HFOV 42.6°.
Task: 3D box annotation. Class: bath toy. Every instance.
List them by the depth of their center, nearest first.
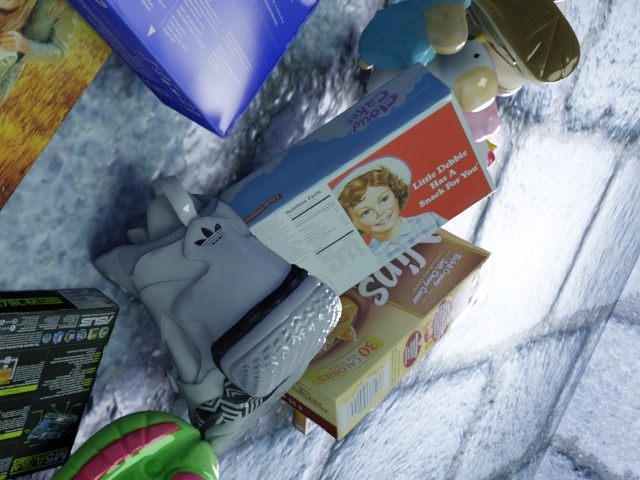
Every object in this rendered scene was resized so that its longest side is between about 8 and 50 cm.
[{"bbox_3d":[0.164,-0.173,1.046,0.129,0.151,0.348,-61,153,-15],"label":"bath toy"}]

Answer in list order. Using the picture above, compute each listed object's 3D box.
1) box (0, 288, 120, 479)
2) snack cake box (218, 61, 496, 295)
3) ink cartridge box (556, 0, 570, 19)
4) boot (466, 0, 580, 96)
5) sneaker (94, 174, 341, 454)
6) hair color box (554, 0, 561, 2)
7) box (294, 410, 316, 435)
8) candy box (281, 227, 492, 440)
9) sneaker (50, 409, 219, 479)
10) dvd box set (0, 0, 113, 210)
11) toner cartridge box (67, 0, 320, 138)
[{"bbox_3d":[-0.289,0.136,0.742,0.190,0.045,0.184,1,117,-56],"label":"box"},{"bbox_3d":[0.042,-0.053,0.896,0.264,0.089,0.152,-33,129,2],"label":"snack cake box"},{"bbox_3d":[0.296,-0.335,1.176,0.150,0.063,0.109,-45,145,-24],"label":"ink cartridge box"},{"bbox_3d":[0.204,-0.302,1.024,0.095,0.262,0.203,-35,-174,-3],"label":"boot"},{"bbox_3d":[-0.115,0.081,0.843,0.137,0.210,0.366,-39,169,-30],"label":"sneaker"},{"bbox_3d":[0.268,-0.451,0.905,0.347,0.105,0.174,57,32,-56],"label":"hair color box"},{"bbox_3d":[-0.003,0.233,1.243,0.081,0.028,0.136,-31,136,-39],"label":"box"},{"bbox_3d":[0.057,0.088,1.060,0.316,0.183,0.088,-37,142,-33],"label":"candy box"},{"bbox_3d":[-0.297,0.358,0.769,0.482,0.185,0.202,-29,156,-23],"label":"sneaker"},{"bbox_3d":[-0.226,-0.228,0.521,0.420,0.062,0.307,-57,148,-6],"label":"dvd box set"},{"bbox_3d":[-0.100,-0.212,0.552,0.165,0.075,0.348,-58,162,-7],"label":"toner cartridge box"}]
